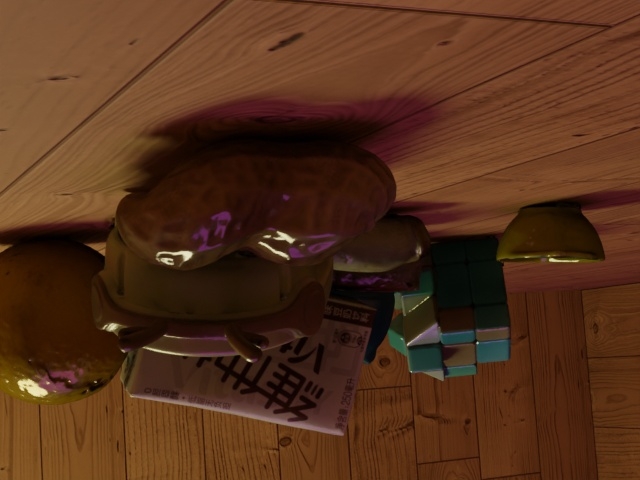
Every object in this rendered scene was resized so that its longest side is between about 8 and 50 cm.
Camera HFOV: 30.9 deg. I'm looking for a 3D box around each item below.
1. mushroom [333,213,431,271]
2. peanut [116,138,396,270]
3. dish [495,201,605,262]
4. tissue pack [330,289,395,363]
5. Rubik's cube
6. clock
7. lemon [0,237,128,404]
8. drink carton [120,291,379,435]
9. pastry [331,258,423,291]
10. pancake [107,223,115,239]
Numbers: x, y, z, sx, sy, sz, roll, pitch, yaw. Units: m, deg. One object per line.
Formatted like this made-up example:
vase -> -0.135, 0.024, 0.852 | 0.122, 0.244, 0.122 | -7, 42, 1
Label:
mushroom -> 0.000, 0.000, 1.483 | 0.312, 0.081, 0.100 | 2, 172, -31
peanut -> -0.055, -0.031, 0.993 | 0.233, 0.110, 0.196 | 0, -179, -20
dish -> 0.318, -0.009, 1.604 | 0.148, 0.080, 0.208 | 0, 176, 3
tissue pack -> -0.030, 0.103, 1.861 | 0.287, 0.206, 0.198 | 2, 173, -35
Rubik's cube -> 0.215, 0.107, 2.009 | 0.213, 0.265, 0.224 | -6, 147, 6
clock -> -0.105, 0.035, 1.124 | 0.235, 0.096, 0.308 | 3, -161, 1
lemon -> -0.372, 0.110, 1.594 | 0.228, 0.228, 0.253 | -1, -178, -27
drink carton -> -0.099, 0.148, 1.643 | 0.324, 0.194, 0.132 | 13, 180, -16
pastry -> 0.052, 0.026, 1.688 | 0.192, 0.093, 0.182 | 2, 176, 19
pancake -> -0.137, 0.034, 1.480 | 0.282, 0.049, 0.282 | 19, -171, -3
